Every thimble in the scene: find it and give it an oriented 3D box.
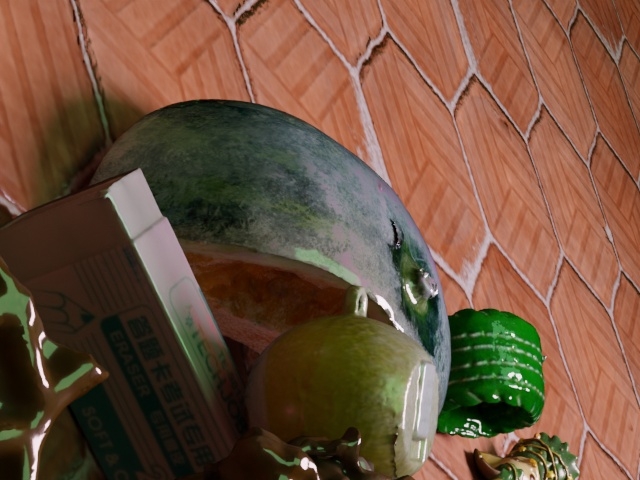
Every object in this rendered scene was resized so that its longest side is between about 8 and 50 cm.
[{"bbox_3d":[0.141,0.119,1.573,0.130,0.118,0.090,17,57,-40],"label":"thimble"}]

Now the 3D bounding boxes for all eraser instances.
[{"bbox_3d":[-0.107,0.077,1.073,0.225,0.095,0.052,65,27,-10],"label":"eraser"}]

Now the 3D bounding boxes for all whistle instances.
[{"bbox_3d":[0.003,0.136,1.044,0.123,0.123,0.223,21,75,-61],"label":"whistle"}]

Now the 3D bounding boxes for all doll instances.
[{"bbox_3d":[0.179,0.229,1.660,0.113,0.076,0.078,-18,59,-40],"label":"doll"}]

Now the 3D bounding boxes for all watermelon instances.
[{"bbox_3d":[0.005,0.000,1.236,0.322,0.175,0.188,43,54,-48],"label":"watermelon"}]

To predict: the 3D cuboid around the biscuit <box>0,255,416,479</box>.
[{"bbox_3d":[-0.112,0.162,0.842,0.366,0.115,0.268,31,64,-28],"label":"biscuit"}]
